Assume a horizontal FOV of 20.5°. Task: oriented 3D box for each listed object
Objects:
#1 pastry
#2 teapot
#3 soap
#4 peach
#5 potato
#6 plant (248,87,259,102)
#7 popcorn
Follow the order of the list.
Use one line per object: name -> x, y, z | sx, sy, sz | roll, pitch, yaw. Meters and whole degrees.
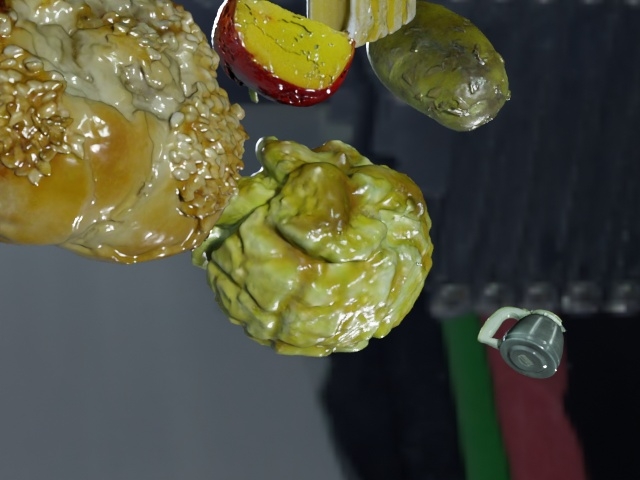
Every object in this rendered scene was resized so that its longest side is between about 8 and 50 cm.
pastry -> -0.197, -0.113, 1.506 | 0.162, 0.311, 0.255 | -41, -129, 49
teapot -> 0.317, 0.142, 2.694 | 0.091, 0.124, 0.092 | -57, -178, -35
soap -> 0.050, -0.375, 2.066 | 0.173, 0.089, 0.274 | -37, 132, -57
peach -> -0.047, -0.193, 1.835 | 0.127, 0.172, 0.092 | 16, -92, 34
potato -> 0.152, -0.240, 2.356 | 0.251, 0.149, 0.113 | 54, -16, 34
plant -> -0.071, -0.224, 2.237 | 0.122, 0.116, 0.104 | -43, -136, 34
popcorn -> 0.002, 0.006, 2.060 | 0.247, 0.282, 0.282 | -65, -155, 23
